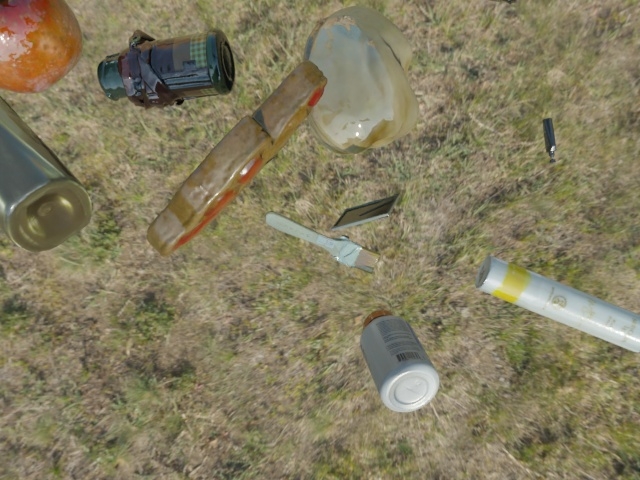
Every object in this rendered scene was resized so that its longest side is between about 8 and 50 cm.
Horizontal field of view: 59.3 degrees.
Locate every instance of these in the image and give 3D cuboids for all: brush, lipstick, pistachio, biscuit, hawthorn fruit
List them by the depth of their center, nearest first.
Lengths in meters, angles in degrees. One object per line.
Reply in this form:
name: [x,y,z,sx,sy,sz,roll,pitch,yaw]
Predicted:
lipstick: [0.371,0.097,0.859,0.263,0.059,0.059,22,86,1]
biscuit: [-0.130,-0.121,0.881,0.381,0.359,0.074,-40,103,23]
hawthorn fruit: [-0.606,-0.414,1.090,0.235,0.263,0.231,-47,51,1]
pistachio: [0.110,-0.418,1.502,0.365,0.281,0.446,32,60,-29]
brush: [0.000,0.000,1.549,0.336,0.020,0.086,23,121,-1]

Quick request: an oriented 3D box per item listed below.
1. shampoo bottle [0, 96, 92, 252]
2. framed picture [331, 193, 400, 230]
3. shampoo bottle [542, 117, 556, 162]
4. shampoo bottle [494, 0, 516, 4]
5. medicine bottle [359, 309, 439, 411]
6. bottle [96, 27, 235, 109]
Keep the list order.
shampoo bottle: [-0.378,-0.139,0.583,0.084,0.126,0.350,-40,74,-21]
framed picture: [0.106,-0.066,1.316,0.149,0.109,0.011,-14,113,30]
shampoo bottle: [0.709,-0.308,1.739,0.027,0.048,0.137,-8,91,-1]
shampoo bottle: [0.253,-0.425,0.683,0.078,0.127,0.257,20,114,26]
medicine bottle: [0.197,0.306,1.509,0.156,0.289,0.157,-5,118,-9]
bottle: [-0.318,-0.350,1.138,0.271,0.143,0.156,-5,92,8]
